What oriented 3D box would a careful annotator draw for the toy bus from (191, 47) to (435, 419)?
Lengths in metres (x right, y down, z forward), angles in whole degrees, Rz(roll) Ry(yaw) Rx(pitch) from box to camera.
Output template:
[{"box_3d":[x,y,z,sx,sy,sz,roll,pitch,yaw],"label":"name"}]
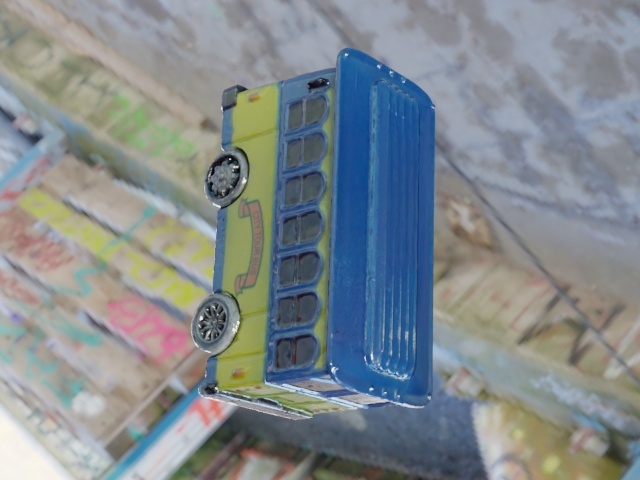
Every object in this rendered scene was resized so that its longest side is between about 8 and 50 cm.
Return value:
[{"box_3d":[0.000,0.000,1.086,0.175,0.288,0.138,-12,157,38],"label":"toy bus"}]
